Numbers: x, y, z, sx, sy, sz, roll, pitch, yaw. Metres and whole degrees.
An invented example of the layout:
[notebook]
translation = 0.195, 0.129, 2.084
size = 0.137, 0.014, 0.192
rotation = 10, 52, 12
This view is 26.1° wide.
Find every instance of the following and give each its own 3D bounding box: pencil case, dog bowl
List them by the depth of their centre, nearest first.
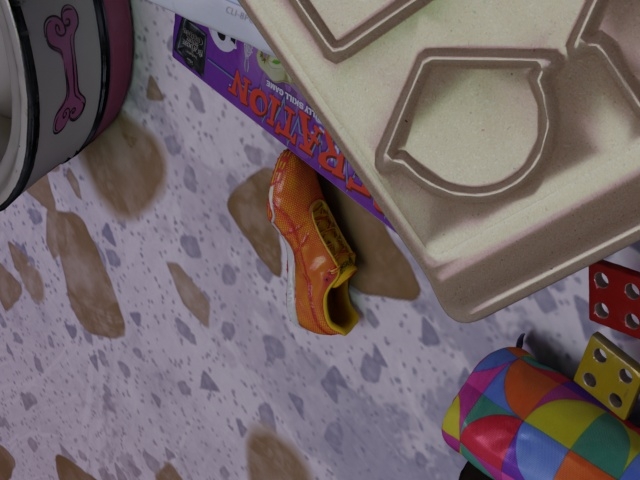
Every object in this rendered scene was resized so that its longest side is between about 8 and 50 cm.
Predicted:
[pencil case]
translation = 0.197, 0.162, 0.976
size = 0.236, 0.104, 0.104
rotation = 34, 135, 38
[dog bowl]
translation = -0.341, -0.239, 1.360
size = 0.408, 0.150, 0.408
rotation = 29, 132, 38

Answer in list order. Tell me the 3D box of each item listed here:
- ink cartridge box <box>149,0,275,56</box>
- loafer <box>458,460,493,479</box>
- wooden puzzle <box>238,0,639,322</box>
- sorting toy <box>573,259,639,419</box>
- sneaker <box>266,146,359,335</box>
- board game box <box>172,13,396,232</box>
[ink cartridge box]
translation = -0.086, -0.346, 0.900
size = 0.308, 0.091, 0.385
rotation = 25, 124, 14
[loafer]
translation = 0.132, 0.262, 1.129
size = 0.080, 0.078, 0.220
rotation = 21, 127, 44
[wooden puzzle]
translation = 0.117, -0.164, 0.802
size = 0.322, 0.080, 0.348
rotation = -30, 93, 33
[sorting toy]
translation = 0.279, 0.089, 0.864
size = 0.274, 0.046, 0.132
rotation = 18, 125, 45
[sneaker]
translation = 0.000, 0.000, 1.165
size = 0.067, 0.064, 0.175
rotation = 6, 124, 32
[board game box]
translation = 0.013, -0.149, 1.058
size = 0.347, 0.056, 0.208
rotation = 39, 142, 31
